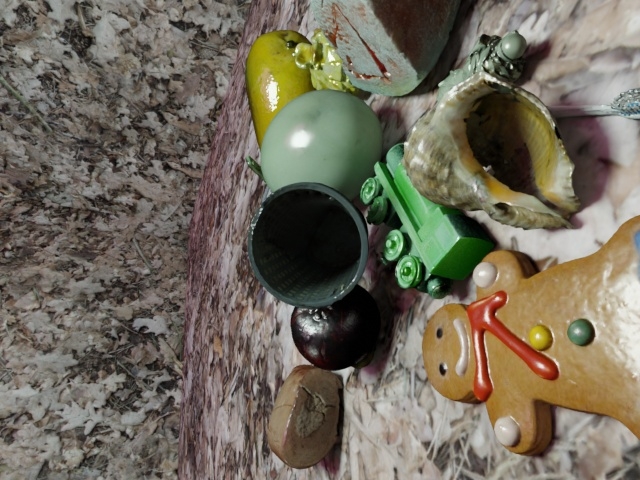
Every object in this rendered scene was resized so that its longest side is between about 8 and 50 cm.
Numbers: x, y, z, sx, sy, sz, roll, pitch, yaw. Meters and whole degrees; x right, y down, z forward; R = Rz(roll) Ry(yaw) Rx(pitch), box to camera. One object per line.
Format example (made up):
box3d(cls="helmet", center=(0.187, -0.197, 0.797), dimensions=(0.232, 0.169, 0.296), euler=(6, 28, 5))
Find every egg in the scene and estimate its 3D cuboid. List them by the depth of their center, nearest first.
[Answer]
box3d(cls="egg", center=(-0.003, -0.156, 0.834), dimensions=(0.282, 0.203, 0.203), euler=(-13, 70, 64))

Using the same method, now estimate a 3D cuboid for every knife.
box3d(cls="knife", center=(-0.135, -0.156, 1.145), dimensions=(0.293, 0.020, 0.043), euler=(40, -152, -79))

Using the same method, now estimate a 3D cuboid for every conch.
box3d(cls="conch", center=(0.173, -0.087, 0.481), dimensions=(0.207, 0.130, 0.155), euler=(50, 166, 37))

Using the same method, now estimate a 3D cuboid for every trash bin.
box3d(cls="trash bin", center=(0.000, 0.000, 0.705), dimensions=(0.161, 0.175, 0.175), euler=(-23, -52, -73))

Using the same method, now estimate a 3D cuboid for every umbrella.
box3d(cls="umbrella", center=(0.195, -0.202, 0.564), dimensions=(0.067, 0.062, 0.143), euler=(60, 163, 2))

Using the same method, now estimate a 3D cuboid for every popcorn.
box3d(cls="popcorn", center=(0.036, -0.336, 0.899), dimensions=(0.141, 0.162, 0.135), euler=(40, 133, 45))

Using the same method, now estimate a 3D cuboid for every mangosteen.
box3d(cls="mangosteen", center=(0.028, 0.139, 0.749), dimensions=(0.152, 0.152, 0.152), euler=(-171, 90, -68))

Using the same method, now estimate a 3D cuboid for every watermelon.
box3d(cls="watermelon", center=(0.094, -0.365, 0.691), dimensions=(0.213, 0.201, 0.262), euler=(42, 116, 55))

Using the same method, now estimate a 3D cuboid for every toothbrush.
box3d(cls="toothbrush", center=(0.228, -0.136, 0.503), dimensions=(0.288, 0.026, 0.024), euler=(-151, 75, -67))

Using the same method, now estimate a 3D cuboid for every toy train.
box3d(cls="toy train", center=(0.130, -0.036, 0.637), dimensions=(0.119, 0.085, 0.251), euler=(-58, 33, 33))

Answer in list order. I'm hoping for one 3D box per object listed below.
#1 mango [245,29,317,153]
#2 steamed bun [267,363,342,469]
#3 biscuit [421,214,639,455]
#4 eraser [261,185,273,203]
box3d(cls="mango", center=(-0.083, -0.297, 1.095), dimensions=(0.253, 0.182, 0.365), euler=(-137, 47, -69))
box3d(cls="steamed bun", center=(-0.027, 0.316, 0.851), dimensions=(0.145, 0.106, 0.175), euler=(142, 146, -66))
box3d(cls="biscuit", center=(0.198, 0.104, 0.460), dimensions=(0.324, 0.049, 0.205), euler=(150, 125, -64))
box3d(cls="eraser", center=(-0.123, -0.073, 1.301), dimensions=(0.212, 0.046, 0.092), euler=(-105, 32, -44))
